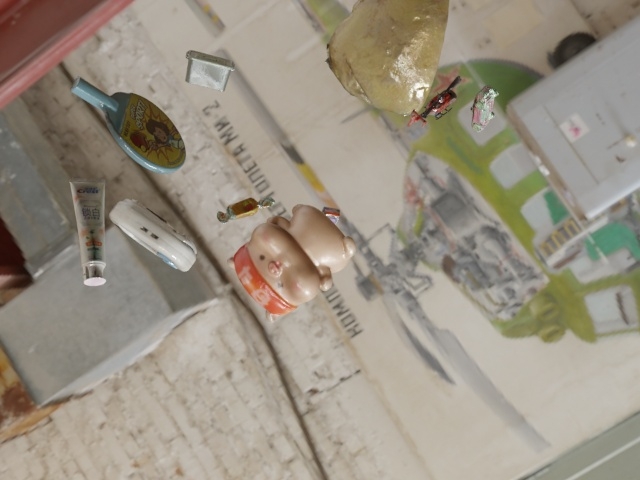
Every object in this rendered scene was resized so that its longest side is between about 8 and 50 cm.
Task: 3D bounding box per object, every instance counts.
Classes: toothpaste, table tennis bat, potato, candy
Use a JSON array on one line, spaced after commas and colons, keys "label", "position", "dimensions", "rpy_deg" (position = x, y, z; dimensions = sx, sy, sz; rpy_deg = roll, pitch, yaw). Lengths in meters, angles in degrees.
[{"label": "toothpaste", "position": [-0.644, -0.032, 2.275], "dimensions": [0.066, 0.100, 0.323], "rpy_deg": [130, 133, -56]}, {"label": "table tennis bat", "position": [-0.459, -0.286, 1.974], "dimensions": [0.329, 0.044, 0.215], "rpy_deg": [36, -143, -32]}, {"label": "toothpaste", "position": [0.000, 0.000, 2.095], "dimensions": [0.047, 0.196, 0.040], "rpy_deg": [9, -143, -20]}, {"label": "potato", "position": [0.150, -0.429, 1.730], "dimensions": [0.211, 0.264, 0.189], "rpy_deg": [9, -130, -16]}, {"label": "candy", "position": [-0.222, -0.091, 2.372], "dimensions": [0.053, 0.182, 0.046], "rpy_deg": [62, 156, 18]}]

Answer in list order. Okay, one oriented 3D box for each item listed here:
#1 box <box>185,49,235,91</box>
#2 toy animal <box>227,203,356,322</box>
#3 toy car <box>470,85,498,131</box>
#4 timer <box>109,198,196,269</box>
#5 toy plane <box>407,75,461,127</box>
[{"label": "box", "position": [-0.276, -0.416, 1.992], "dimensions": [0.123, 0.069, 0.084], "rpy_deg": [13, -157, -11]}, {"label": "toy animal", "position": [-0.054, 0.033, 1.414], "dimensions": [0.171, 0.198, 0.171], "rpy_deg": [41, 156, 23]}, {"label": "toy car", "position": [0.426, -0.348, 2.138], "dimensions": [0.055, 0.069, 0.142], "rpy_deg": [35, 155, 24]}, {"label": "timer", "position": [-0.440, -0.015, 2.161], "dimensions": [0.237, 0.087, 0.262], "rpy_deg": [36, 170, 3]}, {"label": "toy plane", "position": [0.218, -0.258, 1.558], "dimensions": [0.037, 0.145, 0.060], "rpy_deg": [48, 159, 12]}]
